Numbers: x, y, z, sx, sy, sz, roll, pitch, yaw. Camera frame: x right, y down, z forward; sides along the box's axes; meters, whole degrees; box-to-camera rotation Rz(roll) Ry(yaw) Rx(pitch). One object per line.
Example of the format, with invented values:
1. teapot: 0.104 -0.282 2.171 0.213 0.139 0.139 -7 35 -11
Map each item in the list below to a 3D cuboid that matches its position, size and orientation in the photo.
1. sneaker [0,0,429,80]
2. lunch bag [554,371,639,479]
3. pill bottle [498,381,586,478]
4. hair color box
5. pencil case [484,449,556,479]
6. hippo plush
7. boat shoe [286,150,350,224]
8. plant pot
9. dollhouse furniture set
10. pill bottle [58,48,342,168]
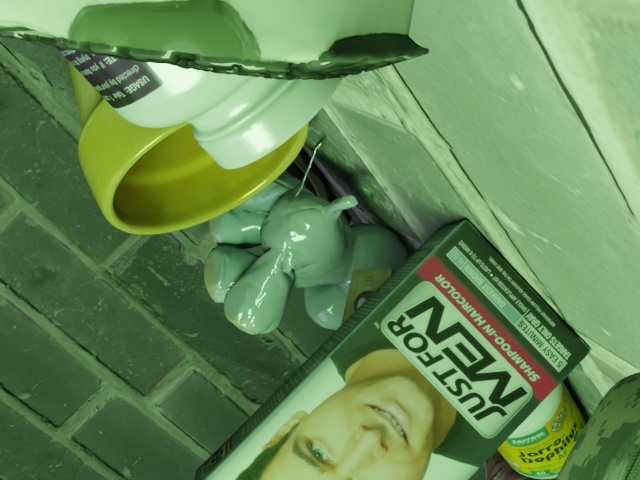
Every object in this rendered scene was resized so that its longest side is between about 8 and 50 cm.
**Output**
1. sneaker: -0.133 -0.187 0.426 0.410 0.182 0.158 13 -170 19
2. lunch bag: 0.246 0.203 0.368 0.305 0.213 0.256 31 175 -2
3. pill bottle: 0.251 0.205 1.087 0.117 0.117 0.208 40 171 45
4. hair color box: 0.068 0.176 0.892 0.185 0.374 0.113 46 174 -2
5. pencil case: 0.318 0.383 1.284 0.160 0.167 0.386 6 -176 10
6. hippo plush: 0.000 0.000 1.219 0.236 0.294 0.234 17 -146 -39
7. boat shoe: -0.041 -0.070 1.371 0.095 0.095 0.257 40 172 46
8. plant pot: -0.175 -0.173 1.011 0.239 0.254 0.254 61 180 19
9. dollhouse furniture set: 0.143 0.117 1.096 0.160 0.101 0.182 -4 152 36
10. pill bottle: -0.127 -0.206 0.599 0.323 0.181 0.181 49 174 -24
